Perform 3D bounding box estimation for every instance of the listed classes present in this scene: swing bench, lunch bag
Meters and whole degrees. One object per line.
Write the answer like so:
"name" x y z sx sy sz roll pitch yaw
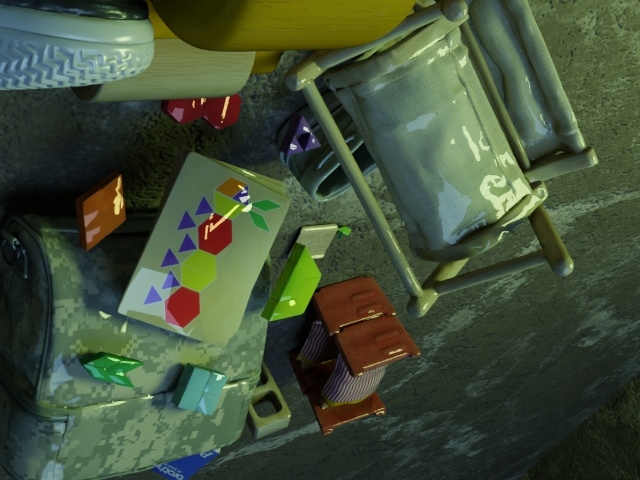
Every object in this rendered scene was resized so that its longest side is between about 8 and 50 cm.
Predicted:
"swing bench" 0.129 -0.112 0.871 0.165 0.253 0.254 -18 -160 28
"lunch bag" -0.208 0.091 1.015 0.305 0.212 0.256 -1 118 -40

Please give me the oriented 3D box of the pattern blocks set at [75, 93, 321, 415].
"pattern blocks set" -0.112 0.005 0.926 0.285 0.026 0.324 36 81 -39

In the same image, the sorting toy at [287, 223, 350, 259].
"sorting toy" 0.000 0.000 1.260 0.083 0.012 0.062 -6 139 -30

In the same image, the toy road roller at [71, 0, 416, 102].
"toy road roller" -0.068 -0.189 0.650 0.203 0.240 0.329 -8 145 -33

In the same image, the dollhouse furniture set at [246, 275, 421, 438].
"dollhouse furniture set" -0.068 0.208 1.389 0.374 0.152 0.201 -16 149 -23

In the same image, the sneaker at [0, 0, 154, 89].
"sneaker" -0.279 -0.201 0.548 0.366 0.210 0.137 3 -165 6

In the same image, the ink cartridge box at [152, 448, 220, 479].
"ink cartridge box" -0.248 0.258 1.305 0.207 0.046 0.097 34 121 -22

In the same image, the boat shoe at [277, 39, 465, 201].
"boat shoe" 0.093 -0.151 1.012 0.302 0.094 0.109 -36 151 14
